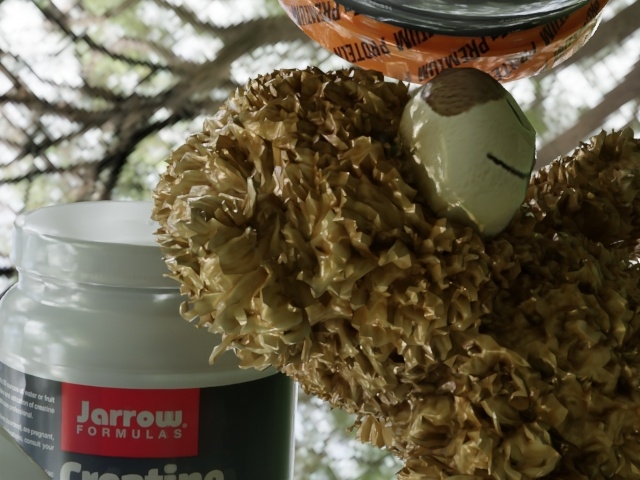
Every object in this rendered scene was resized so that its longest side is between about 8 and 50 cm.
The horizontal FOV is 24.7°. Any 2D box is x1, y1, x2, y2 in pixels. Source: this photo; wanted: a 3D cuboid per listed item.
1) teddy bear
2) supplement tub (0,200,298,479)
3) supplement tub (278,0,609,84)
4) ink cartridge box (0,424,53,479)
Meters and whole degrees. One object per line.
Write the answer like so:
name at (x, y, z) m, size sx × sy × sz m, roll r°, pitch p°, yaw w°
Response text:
teddy bear at (0.101, 0.056, 0.503) m, size 0.338 × 0.113 × 0.245 m, roll 53°, pitch -134°, yaw 2°
supplement tub at (-0.110, 0.122, 0.920) m, size 0.191 × 0.191 × 0.272 m, roll -21°, pitch -65°, yaw -65°
supplement tub at (0.063, -0.216, 0.514) m, size 0.193 × 0.316 × 0.193 m, roll 3°, pitch -128°, yaw -4°
ink cartridge box at (-0.173, 0.190, 0.664) m, size 0.201 × 0.117 × 0.278 m, roll 32°, pitch 143°, yaw 45°
